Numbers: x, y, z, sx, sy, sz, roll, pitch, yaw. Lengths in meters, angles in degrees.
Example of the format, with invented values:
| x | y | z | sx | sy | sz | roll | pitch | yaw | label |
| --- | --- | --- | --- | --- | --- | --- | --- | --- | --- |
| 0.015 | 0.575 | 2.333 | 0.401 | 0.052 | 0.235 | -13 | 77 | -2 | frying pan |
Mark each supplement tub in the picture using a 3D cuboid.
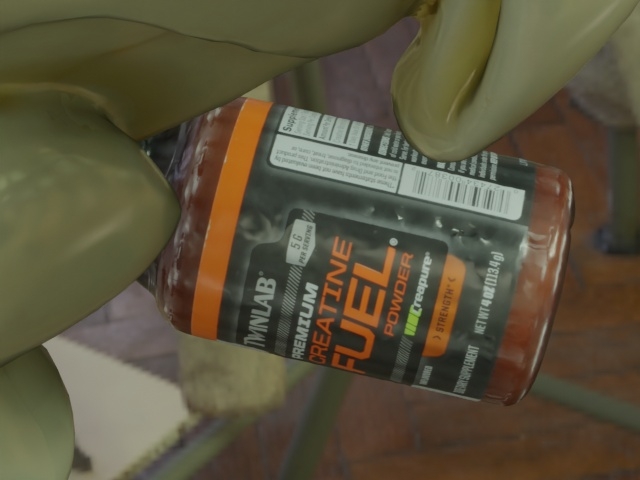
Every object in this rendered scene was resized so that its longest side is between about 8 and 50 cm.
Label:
| x | y | z | sx | sy | sz | roll | pitch | yaw | label |
| --- | --- | --- | --- | --- | --- | --- | --- | --- | --- |
| 0.000 | 0.000 | 0.732 | 0.198 | 0.106 | 0.106 | 12 | 34 | 2 | supplement tub |

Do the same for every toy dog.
| x | y | z | sx | sy | sz | roll | pitch | yaw | label |
| --- | --- | --- | --- | --- | --- | --- | --- | --- | --- |
| -0.028 | -0.168 | 0.395 | 0.408 | 0.395 | 0.284 | -31 | 61 | 11 | toy dog |
